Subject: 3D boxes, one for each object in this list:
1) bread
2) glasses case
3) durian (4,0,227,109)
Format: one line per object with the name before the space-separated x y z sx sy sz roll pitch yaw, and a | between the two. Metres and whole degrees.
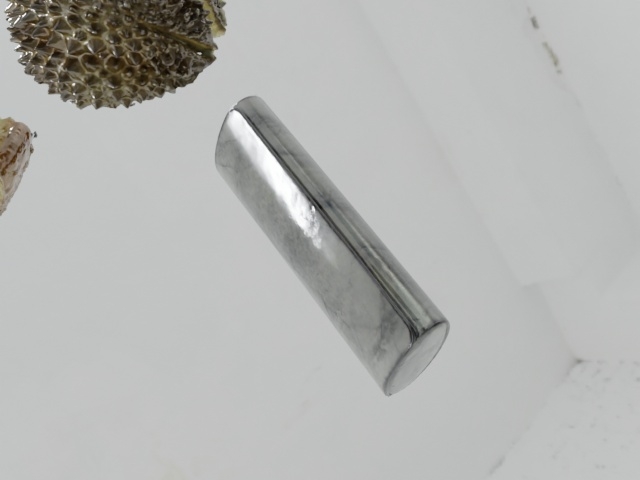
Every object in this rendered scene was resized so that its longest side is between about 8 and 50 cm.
bread | -0.268 -0.055 0.571 0.103 0.187 0.065 28 -112 -18
glasses case | 0.000 0.000 0.747 0.060 0.114 0.299 -22 -121 -30
durian | -0.120 -0.134 0.418 0.110 0.140 0.071 -53 -24 -26
